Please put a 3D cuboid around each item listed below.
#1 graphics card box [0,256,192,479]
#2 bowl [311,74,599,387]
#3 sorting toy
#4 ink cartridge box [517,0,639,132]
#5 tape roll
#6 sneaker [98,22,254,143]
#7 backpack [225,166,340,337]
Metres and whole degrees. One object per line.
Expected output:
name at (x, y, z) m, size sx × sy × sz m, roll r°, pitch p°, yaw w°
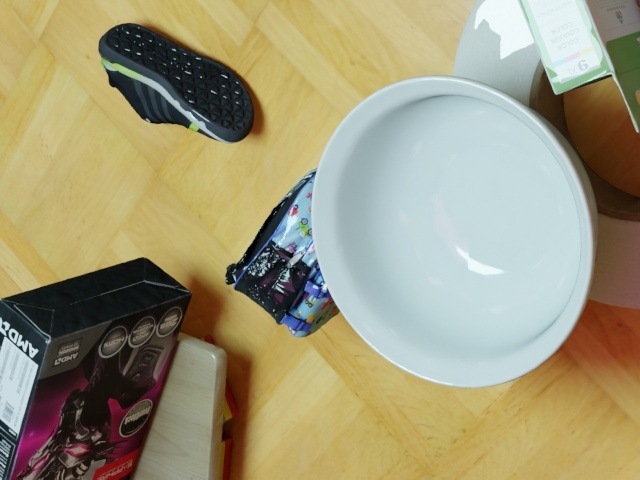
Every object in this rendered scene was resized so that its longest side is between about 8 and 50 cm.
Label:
graphics card box at (-0.304, 0.211, 1.532) m, size 0.094 × 0.233 × 0.371 m, roll 35°, pitch 119°, yaw 27°
bowl at (0.148, -0.018, 1.240) m, size 0.298 × 0.134 × 0.298 m, roll 11°, pitch 110°, yaw 33°
sorting toy at (-0.216, 0.213, 1.673) m, size 0.257 × 0.089 × 0.255 m, roll 17°, pitch 112°, yaw 30°
ink cartridge box at (0.236, -0.191, 1.144) m, size 0.062 × 0.109 × 0.209 m, roll -23°, pitch 90°, yaw 37°
tape roll at (0.306, -0.126, 1.227) m, size 0.392 × 0.072 × 0.392 m, roll 10°, pitch 109°, yaw 31°
sneaker at (-0.172, -0.175, 1.554) m, size 0.235 × 0.084 × 0.097 m, roll 37°, pitch 145°, yaw 22°
backpack at (0.000, 0.000, 1.430) m, size 0.117 × 0.158 × 0.173 m, roll 38°, pitch 110°, yaw 10°
